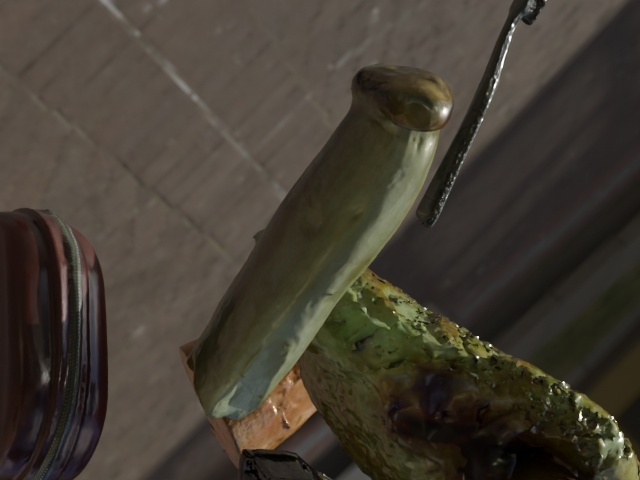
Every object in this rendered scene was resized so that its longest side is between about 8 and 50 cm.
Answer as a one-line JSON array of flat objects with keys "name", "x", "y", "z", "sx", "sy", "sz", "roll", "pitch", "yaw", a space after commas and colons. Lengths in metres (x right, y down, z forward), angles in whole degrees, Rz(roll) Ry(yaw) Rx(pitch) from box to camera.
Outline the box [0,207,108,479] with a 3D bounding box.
[{"name": "box", "x": -0.319, "y": 0.130, "z": 1.461, "sx": 0.108, "sy": 0.263, "sz": 0.404, "roll": 10, "pitch": 155, "yaw": -36}]

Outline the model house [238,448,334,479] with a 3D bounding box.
[{"name": "model house", "x": -0.013, "y": 0.298, "z": 1.637, "sx": 0.165, "sy": 0.152, "sz": 0.106, "roll": 35, "pitch": 95, "yaw": -33}]

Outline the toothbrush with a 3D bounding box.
[{"name": "toothbrush", "x": 0.168, "y": -0.142, "z": 1.692, "sx": 0.297, "sy": 0.030, "sz": 0.030, "roll": -64, "pitch": -161, "yaw": -16}]

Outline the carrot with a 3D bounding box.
[{"name": "carrot", "x": -0.038, "y": 0.162, "z": 2.103, "sx": 0.254, "sy": 0.196, "sz": 0.196, "roll": -30, "pitch": 162, "yaw": -11}]

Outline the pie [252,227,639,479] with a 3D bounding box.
[{"name": "pie", "x": 0.106, "y": 0.159, "z": 1.524, "sx": 0.180, "sy": 0.418, "sz": 0.395, "roll": -44, "pitch": 161, "yaw": -11}]

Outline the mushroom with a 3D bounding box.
[{"name": "mushroom", "x": 0.000, "y": 0.000, "z": 1.241, "sx": 0.312, "sy": 0.081, "sz": 0.100, "roll": -57, "pitch": -159, "yaw": 16}]
